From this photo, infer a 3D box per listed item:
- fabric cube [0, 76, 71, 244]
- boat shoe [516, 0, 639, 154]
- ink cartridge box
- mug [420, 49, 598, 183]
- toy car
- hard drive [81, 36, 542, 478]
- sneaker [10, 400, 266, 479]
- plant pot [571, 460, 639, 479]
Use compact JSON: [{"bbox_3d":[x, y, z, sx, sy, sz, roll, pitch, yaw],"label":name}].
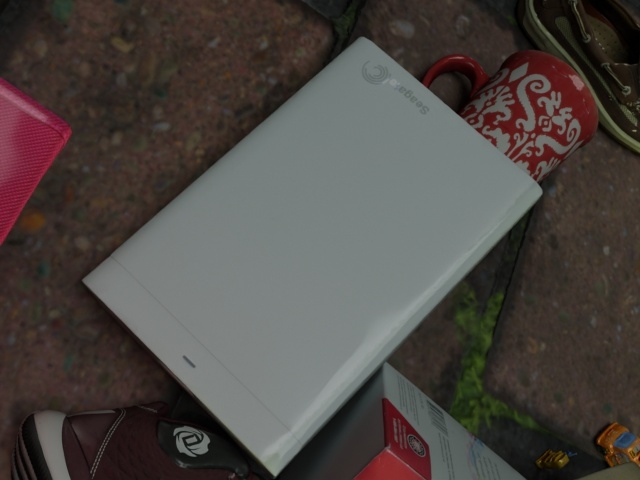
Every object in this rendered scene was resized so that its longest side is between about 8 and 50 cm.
[{"bbox_3d":[-0.326,0.007,0.457,0.254,0.259,0.258,33,67,-19],"label":"fabric cube"},{"bbox_3d":[0.321,-0.180,0.915,0.257,0.095,0.095,37,66,-16],"label":"boat shoe"},{"bbox_3d":[0.071,0.210,0.663,0.176,0.128,0.127,40,106,-11],"label":"ink cartridge box"},{"bbox_3d":[0.148,-0.088,0.822,0.169,0.150,0.113,-43,137,-23],"label":"mug"},{"bbox_3d":[0.270,0.217,0.843,0.122,0.040,0.060,-14,87,-29],"label":"toy car"},{"bbox_3d":[0.000,0.000,0.687,0.203,0.040,0.307,43,72,11],"label":"hard drive"},{"bbox_3d":[-0.087,0.222,0.589,0.162,0.106,0.281,-9,59,-37],"label":"sneaker"},{"bbox_3d":[0.253,0.334,0.717,0.256,0.256,0.274,-8,66,-28],"label":"plant pot"}]
